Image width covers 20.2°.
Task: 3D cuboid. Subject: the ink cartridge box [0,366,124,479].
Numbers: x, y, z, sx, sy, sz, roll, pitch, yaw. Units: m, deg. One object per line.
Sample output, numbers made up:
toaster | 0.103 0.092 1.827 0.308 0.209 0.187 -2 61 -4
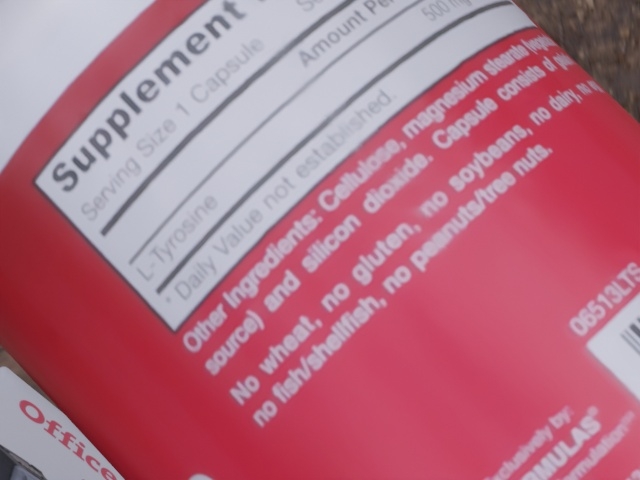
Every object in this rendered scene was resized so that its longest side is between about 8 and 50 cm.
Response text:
ink cartridge box | -0.181 0.247 1.082 0.226 0.306 0.131 42 111 -15

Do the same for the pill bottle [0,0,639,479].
pill bottle | 0.000 0.000 0.669 0.229 0.229 0.408 -45 81 8
